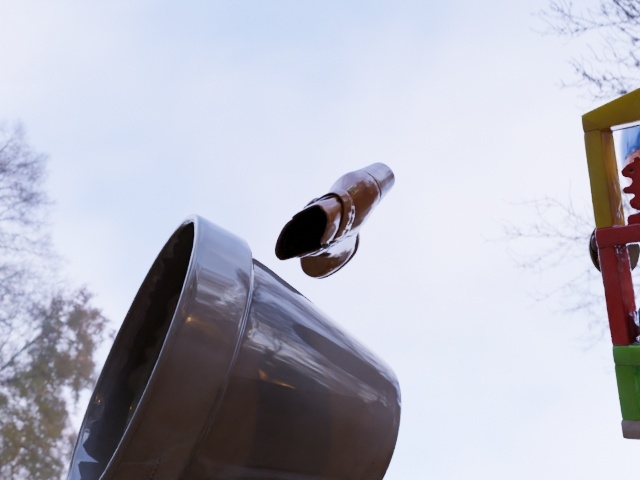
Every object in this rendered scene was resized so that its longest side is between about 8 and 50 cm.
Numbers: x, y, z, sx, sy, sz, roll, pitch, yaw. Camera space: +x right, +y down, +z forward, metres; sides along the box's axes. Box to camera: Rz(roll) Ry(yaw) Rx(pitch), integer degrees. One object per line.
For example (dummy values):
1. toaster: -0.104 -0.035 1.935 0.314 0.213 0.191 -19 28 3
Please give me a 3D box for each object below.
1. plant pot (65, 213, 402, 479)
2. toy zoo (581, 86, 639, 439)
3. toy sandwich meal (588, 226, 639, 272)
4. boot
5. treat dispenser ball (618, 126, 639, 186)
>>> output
1. plant pot: -0.077 0.171 0.747 0.280 0.323 0.323 25 -53 -18
2. toy zoo: 0.286 -0.009 0.470 0.192 0.030 0.293 -10 -97 43
3. toy sandwich meal: 0.416 0.014 0.984 0.085 0.085 0.029 41 -24 -19
4. boot: 0.000 0.000 1.155 0.109 0.220 0.283 48 -51 5
5. treat dispenser ball: 0.589 -0.142 1.005 0.288 0.288 0.288 5 -53 7
